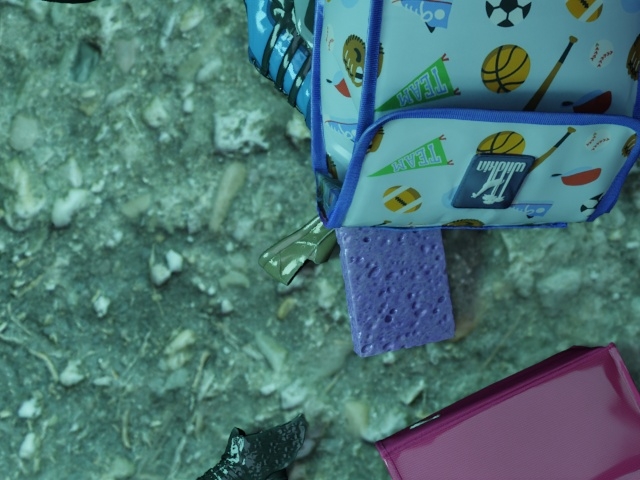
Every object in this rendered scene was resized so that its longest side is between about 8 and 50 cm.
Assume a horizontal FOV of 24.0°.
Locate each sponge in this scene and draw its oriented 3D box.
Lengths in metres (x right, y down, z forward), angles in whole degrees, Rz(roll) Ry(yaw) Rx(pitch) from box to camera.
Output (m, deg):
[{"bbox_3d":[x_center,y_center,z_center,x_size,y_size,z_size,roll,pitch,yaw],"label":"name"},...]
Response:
[{"bbox_3d":[0.080,0.018,1.671,0.117,0.031,0.210,-12,103,-15],"label":"sponge"}]

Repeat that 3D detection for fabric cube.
[{"bbox_3d":[0.227,0.273,1.575,0.258,0.254,0.259,-26,85,-1],"label":"fabric cube"}]

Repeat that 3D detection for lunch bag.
[{"bbox_3d":[0.166,-0.192,1.546,0.327,0.239,0.386,0,112,-16],"label":"lunch bag"}]

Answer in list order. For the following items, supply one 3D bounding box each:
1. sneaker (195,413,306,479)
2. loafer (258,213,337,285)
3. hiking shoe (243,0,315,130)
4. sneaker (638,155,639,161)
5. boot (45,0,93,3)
[{"bbox_3d":[-0.096,0.253,1.707,0.170,0.051,0.089,-8,86,-1],"label":"sneaker"},{"bbox_3d":[0.000,0.000,1.711,0.148,0.056,0.050,-34,86,12],"label":"loafer"},{"bbox_3d":[-0.010,-0.200,1.710,0.132,0.113,0.304,-12,97,37],"label":"hiking shoe"},{"bbox_3d":[0.357,-0.226,1.651,0.129,0.147,0.330,-20,87,3],"label":"sneaker"},{"bbox_3d":[-0.259,-0.422,1.728,0.264,0.096,0.281,-5,86,4],"label":"boot"}]
